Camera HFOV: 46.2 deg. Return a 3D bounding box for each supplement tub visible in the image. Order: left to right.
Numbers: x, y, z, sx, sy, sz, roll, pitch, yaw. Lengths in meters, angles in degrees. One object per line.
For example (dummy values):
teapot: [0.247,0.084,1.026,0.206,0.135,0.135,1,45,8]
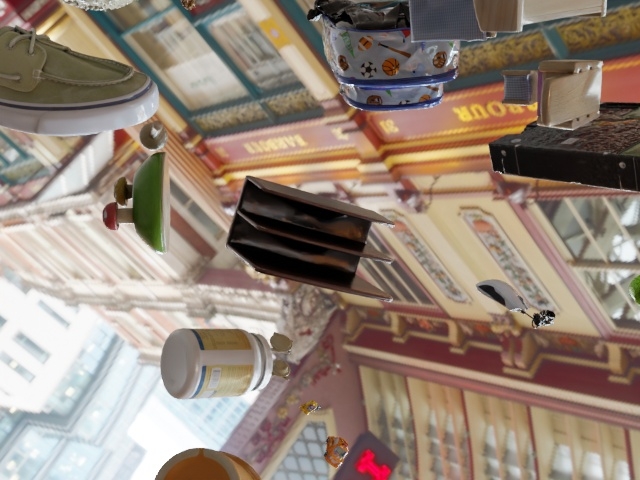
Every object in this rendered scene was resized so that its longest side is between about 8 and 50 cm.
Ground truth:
supplement tub: [-0.215,0.254,1.557,0.144,0.199,0.145,-10,-102,51]

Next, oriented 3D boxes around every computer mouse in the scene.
computer mouse: [0.430,0.130,1.668,0.193,0.106,0.042,34,-68,35]

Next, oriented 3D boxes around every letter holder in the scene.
letter holder: [0.000,0.000,1.459,0.214,0.301,0.152,34,-72,63]

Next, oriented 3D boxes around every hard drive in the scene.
hard drive: [0.476,-0.159,1.216,0.236,0.064,0.339,-27,-158,-26]

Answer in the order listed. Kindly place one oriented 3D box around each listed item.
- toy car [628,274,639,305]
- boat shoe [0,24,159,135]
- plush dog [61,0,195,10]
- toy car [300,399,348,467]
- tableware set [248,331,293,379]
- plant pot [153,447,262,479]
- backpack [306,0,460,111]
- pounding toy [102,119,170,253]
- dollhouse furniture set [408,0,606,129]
toy car: [0.600,0.091,1.134,0.155,0.188,0.149,-100,-152,-65]
boat shoe: [-0.324,-0.179,0.802,0.302,0.094,0.109,6,-143,6]
plush dog: [-0.279,-0.388,1.031,0.262,0.211,0.225,4,-144,33]
toy car: [0.008,0.346,1.347,0.040,0.122,0.060,-37,-176,27]
tableware set: [-0.141,0.291,1.942,0.169,0.141,0.020,-88,-163,-54]
plant pot: [-0.175,0.400,1.122,0.205,0.188,0.205,1,-123,-2]
backpack: [0.126,-0.340,1.331,0.276,0.213,0.263,-10,-161,1]
pounding toy: [-0.328,-0.093,1.333,0.110,0.237,0.183,-1,-173,-8]
dollhouse furniture set: [0.160,-0.285,0.912,0.198,0.287,0.303,-21,-154,-40]
